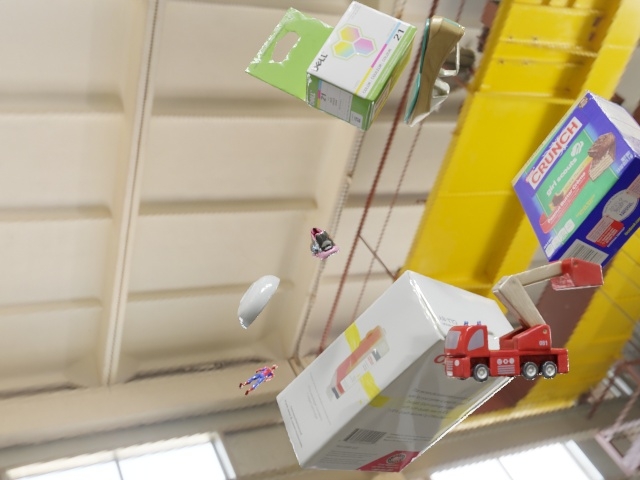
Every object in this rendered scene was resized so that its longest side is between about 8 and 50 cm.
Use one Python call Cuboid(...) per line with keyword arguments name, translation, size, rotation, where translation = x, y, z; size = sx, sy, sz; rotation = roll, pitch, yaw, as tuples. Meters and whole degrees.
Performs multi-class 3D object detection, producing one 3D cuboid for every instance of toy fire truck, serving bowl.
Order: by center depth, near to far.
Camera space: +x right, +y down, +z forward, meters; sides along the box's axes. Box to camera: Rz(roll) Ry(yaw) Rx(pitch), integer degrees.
Cuboid(name="toy fire truck", translation=(0.229, 0.088, 0.887), size=(0.192, 0.047, 0.135), rotation=(1, -97, -19))
Cuboid(name="serving bowl", translation=(-0.091, 0.080, 1.090), size=(0.027, 0.083, 0.083), rotation=(36, -73, -7))

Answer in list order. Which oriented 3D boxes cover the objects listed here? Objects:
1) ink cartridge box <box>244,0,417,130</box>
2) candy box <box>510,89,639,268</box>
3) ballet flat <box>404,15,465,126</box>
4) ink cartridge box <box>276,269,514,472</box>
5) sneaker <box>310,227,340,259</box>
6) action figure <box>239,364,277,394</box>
Cuboid(name="ink cartridge box", translation=(0.016, -0.339, 1.409), size=(0.189, 0.255, 0.097), rotation=(-60, -9, -23))
Cuboid(name="candy box", translation=(0.547, -0.122, 1.602), size=(0.122, 0.317, 0.268), rotation=(24, -61, -15))
Cuboid(name="ballet flat", translation=(0.200, -0.283, 1.373), size=(0.073, 0.080, 0.232), rotation=(12, -38, 3))
Cuboid(name="ink cartridge box", translation=(0.152, 0.257, 1.447), size=(0.279, 0.160, 0.385), rotation=(19, -55, -41))
Cuboid(name="sneaker", translation=(0.000, 0.000, 1.410), size=(0.047, 0.119, 0.057), rotation=(-32, -82, -10))
Cuboid(name="action figure", translation=(-0.144, 0.329, 1.885), size=(0.115, 0.038, 0.030), rotation=(-30, -25, -46))
